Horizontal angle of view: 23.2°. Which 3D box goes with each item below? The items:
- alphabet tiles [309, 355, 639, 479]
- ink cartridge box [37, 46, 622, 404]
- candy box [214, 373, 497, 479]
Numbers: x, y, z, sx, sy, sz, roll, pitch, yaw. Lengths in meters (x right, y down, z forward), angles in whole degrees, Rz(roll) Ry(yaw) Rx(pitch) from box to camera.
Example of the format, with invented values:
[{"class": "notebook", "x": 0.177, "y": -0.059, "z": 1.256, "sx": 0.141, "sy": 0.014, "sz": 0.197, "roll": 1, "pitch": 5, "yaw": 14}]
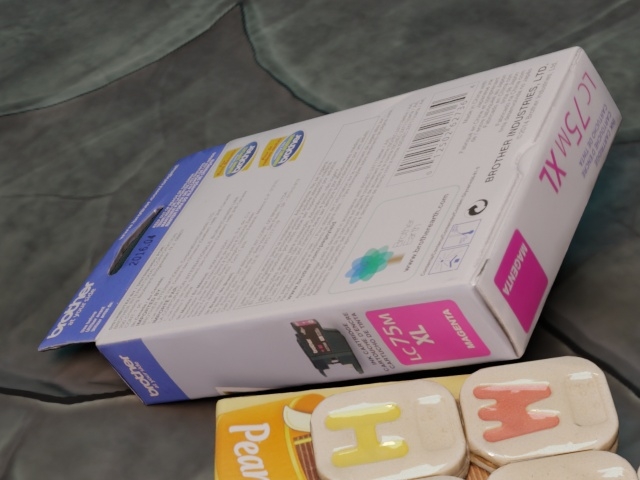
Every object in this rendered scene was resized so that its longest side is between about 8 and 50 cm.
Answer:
[{"class": "alphabet tiles", "x": 0.078, "y": 0.164, "z": 0.637, "sx": 0.278, "sy": 0.021, "sz": 0.284, "roll": -9, "pitch": 44, "yaw": 0}, {"class": "ink cartridge box", "x": 0.000, "y": 0.000, "z": 0.872, "sx": 0.311, "sy": 0.065, "sz": 0.186, "roll": -9, "pitch": 37, "yaw": 38}, {"class": "candy box", "x": 0.046, "y": 0.203, "z": 0.681, "sx": 0.183, "sy": 0.087, "sz": 0.316, "roll": -6, "pitch": 43, "yaw": 4}]
